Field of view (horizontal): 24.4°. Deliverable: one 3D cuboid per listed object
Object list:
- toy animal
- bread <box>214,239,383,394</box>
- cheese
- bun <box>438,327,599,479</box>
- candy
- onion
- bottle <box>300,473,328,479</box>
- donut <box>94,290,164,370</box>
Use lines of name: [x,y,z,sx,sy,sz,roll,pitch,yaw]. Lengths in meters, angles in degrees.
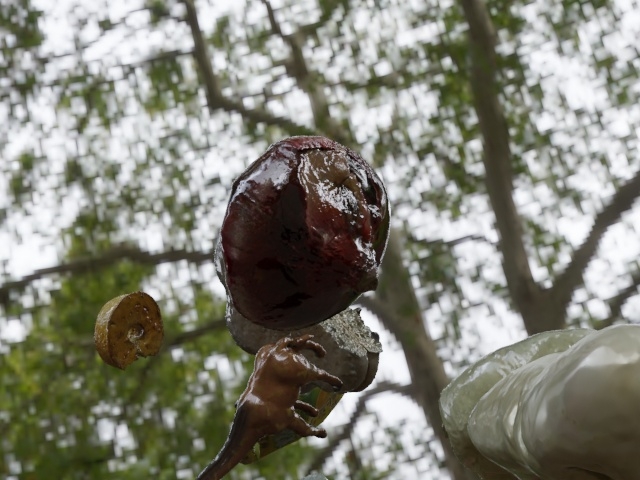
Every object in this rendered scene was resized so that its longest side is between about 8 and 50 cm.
toy animal: [-0.075,0.219,1.707,0.066,0.224,0.230,17,9,37]
bread: [-0.050,0.125,2.287,0.102,0.337,0.183,-17,-35,-43]
cheese: [0.220,0.156,1.189,0.328,0.129,0.351,19,-17,50]
bun: [0.262,0.211,1.780,0.244,0.153,0.244,-15,-34,-11]
candy: [-0.029,0.248,2.456,0.297,0.081,0.187,-34,-38,-29]
onion: [0.000,0.000,1.914,0.195,0.272,0.272,20,-6,35]
bottle: [0.038,0.391,1.934,0.072,0.072,0.201,-27,-59,25]
donut: [-0.247,0.112,1.881,0.043,0.097,0.108,2,7,30]
